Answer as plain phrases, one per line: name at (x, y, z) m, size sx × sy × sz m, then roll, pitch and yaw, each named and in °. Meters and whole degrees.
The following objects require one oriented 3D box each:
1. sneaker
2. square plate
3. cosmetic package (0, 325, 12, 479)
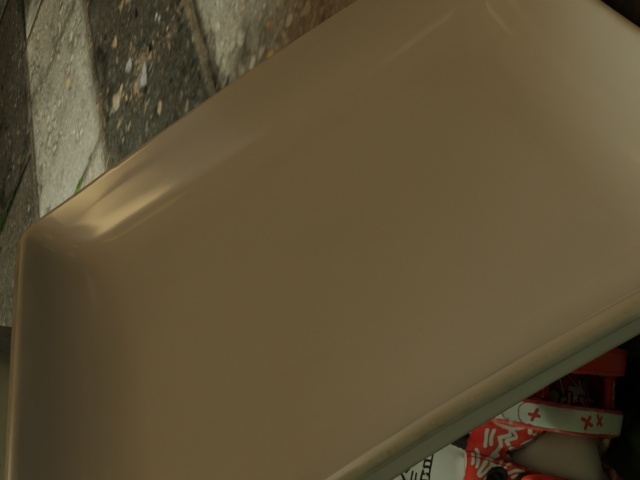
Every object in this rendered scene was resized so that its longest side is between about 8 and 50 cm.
sneaker at (0.093, 0.116, 0.442) m, size 0.270 × 0.090 × 0.144 m, roll 56°, pitch 131°, yaw 56°
square plate at (0.000, 0.000, 0.508) m, size 0.347 × 0.049 × 0.344 m, roll -33°, pitch 32°, yaw 6°
cosmetic package at (-0.240, 0.220, 0.696) m, size 0.329 × 0.394 × 0.327 m, roll 1°, pitch 81°, yaw 62°
